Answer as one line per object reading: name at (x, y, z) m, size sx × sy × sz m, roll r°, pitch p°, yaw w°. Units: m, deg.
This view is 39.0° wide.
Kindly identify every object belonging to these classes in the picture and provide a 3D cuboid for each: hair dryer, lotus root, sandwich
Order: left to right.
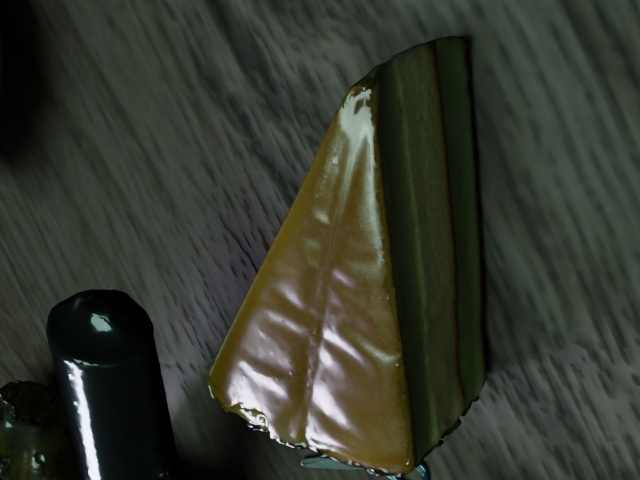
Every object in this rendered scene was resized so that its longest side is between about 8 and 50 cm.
lotus root at (-0.200, 0.160, 0.615) m, size 0.089 × 0.080 × 0.179 m, roll 4°, pitch 130°, yaw -9°
hair dryer at (-0.058, 0.162, 0.441) m, size 0.244 × 0.116 × 0.302 m, roll 28°, pitch 140°, yaw 30°
sandwich at (0.000, 0.000, 0.375) m, size 0.114 × 0.079 × 0.163 m, roll 9°, pitch 119°, yaw 34°

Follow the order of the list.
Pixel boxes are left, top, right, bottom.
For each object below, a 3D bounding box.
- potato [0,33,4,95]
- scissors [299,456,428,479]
potato at (-0.235, -0.114, 0.473) m, size 0.117 × 0.182 × 0.202 m, roll -40°, pitch 64°, yaw 7°
scissors at (0.020, 0.116, 0.471) m, size 0.083 × 0.006 × 0.036 m, roll -14°, pitch 105°, yaw 42°
